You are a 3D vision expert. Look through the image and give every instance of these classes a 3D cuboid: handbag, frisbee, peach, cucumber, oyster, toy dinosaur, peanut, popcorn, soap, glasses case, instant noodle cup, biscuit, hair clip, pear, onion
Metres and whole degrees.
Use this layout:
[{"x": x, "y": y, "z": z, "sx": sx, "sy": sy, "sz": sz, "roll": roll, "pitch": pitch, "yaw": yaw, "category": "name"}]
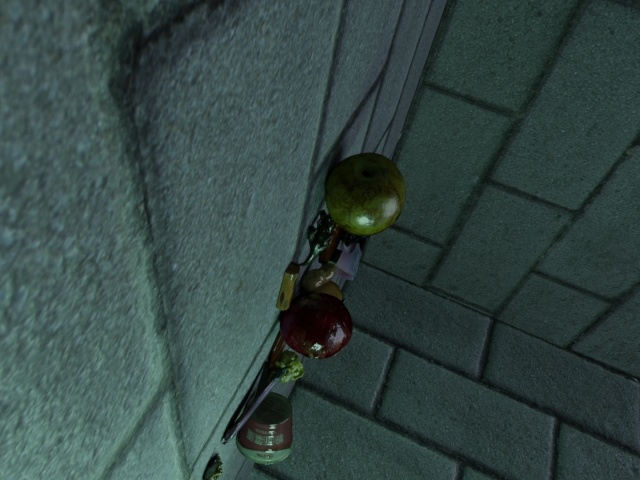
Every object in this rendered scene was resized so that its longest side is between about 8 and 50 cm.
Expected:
[{"x": 0.178, "y": -0.118, "z": 2.227, "sx": 0.329, "sy": 0.122, "sz": 0.303, "roll": -94, "pitch": -158, "yaw": -83, "category": "handbag"}, {"x": -0.155, "y": 0.400, "z": 2.099, "sx": 0.251, "sy": 0.021, "sz": 0.250, "roll": 24, "pitch": 90, "yaw": -81, "category": "frisbee"}, {"x": 0.004, "y": 0.240, "z": 2.100, "sx": 0.184, "sy": 0.184, "sz": 0.184, "roll": 23, "pitch": 90, "yaw": -82, "category": "peach"}, {"x": 0.050, "y": 0.103, "z": 2.448, "sx": 0.115, "sy": 0.062, "sz": 0.116, "roll": -53, "pitch": 172, "yaw": -51, "category": "cucumber"}, {"x": -0.365, "y": 0.792, "z": 1.742, "sx": 0.108, "sy": 0.053, "sz": 0.165, "roll": -53, "pitch": 175, "yaw": -19, "category": "oyster"}, {"x": 0.000, "y": 0.000, "z": 1.743, "sx": 0.179, "sy": 0.087, "sz": 0.187, "roll": 98, "pitch": 19, "yaw": -58, "category": "toy dinosaur"}, {"x": -0.003, "y": 0.140, "z": 2.021, "sx": 0.174, "sy": 0.080, "sz": 0.080, "roll": -29, "pitch": 149, "yaw": -36, "category": "peanut"}, {"x": -0.151, "y": 0.550, "z": 2.239, "sx": 0.141, "sy": 0.162, "sz": 0.135, "roll": -45, "pitch": -137, "yaw": 37, "category": "popcorn"}, {"x": 0.162, "y": 0.038, "z": 2.655, "sx": 0.193, "sy": 0.109, "sz": 0.323, "roll": 65, "pitch": 39, "yaw": -74, "category": "soap"}, {"x": -0.103, "y": 0.152, "z": 1.667, "sx": 0.064, "sy": 0.041, "sz": 0.169, "roll": -58, "pitch": 167, "yaw": -51, "category": "glasses case"}, {"x": -0.210, "y": 0.721, "z": 1.999, "sx": 0.235, "sy": 0.235, "sz": 0.178, "roll": -51, "pitch": 153, "yaw": -62, "category": "instant noodle cup"}, {"x": 0.049, "y": -0.043, "z": 2.070, "sx": 0.277, "sy": 0.052, "sz": 0.262, "roll": 96, "pitch": 15, "yaw": -67, "category": "biscuit"}, {"x": -0.252, "y": 0.600, "z": 1.878, "sx": 0.095, "sy": 0.110, "sz": 0.358, "roll": 59, "pitch": 47, "yaw": -28, "category": "hair clip"}, {"x": 0.142, "y": -0.141, "z": 1.635, "sx": 0.283, "sy": 0.284, "sz": 0.283, "roll": 23, "pitch": 90, "yaw": -82, "category": "pear"}, {"x": -0.019, "y": 0.316, "z": 1.881, "sx": 0.276, "sy": 0.276, "sz": 0.276, "roll": 23, "pitch": 90, "yaw": -82, "category": "onion"}]
